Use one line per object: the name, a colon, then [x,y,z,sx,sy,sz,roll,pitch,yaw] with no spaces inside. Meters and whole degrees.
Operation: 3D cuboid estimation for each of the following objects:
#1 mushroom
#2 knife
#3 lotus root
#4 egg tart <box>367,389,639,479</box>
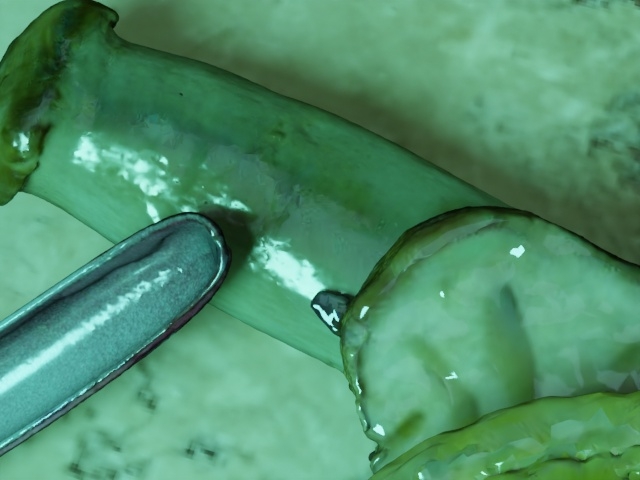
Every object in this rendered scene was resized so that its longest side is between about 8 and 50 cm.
mushroom: [0.000,0.000,0.711,0.312,0.081,0.100,27,78,6]
knife: [-0.156,0.066,0.671,0.278,0.053,0.123,-31,80,1]
lotus root: [0.101,0.105,0.621,0.170,0.074,0.260,-27,84,-4]
egg tart: [0.101,0.209,0.511,0.341,0.132,0.341,0,98,1]
